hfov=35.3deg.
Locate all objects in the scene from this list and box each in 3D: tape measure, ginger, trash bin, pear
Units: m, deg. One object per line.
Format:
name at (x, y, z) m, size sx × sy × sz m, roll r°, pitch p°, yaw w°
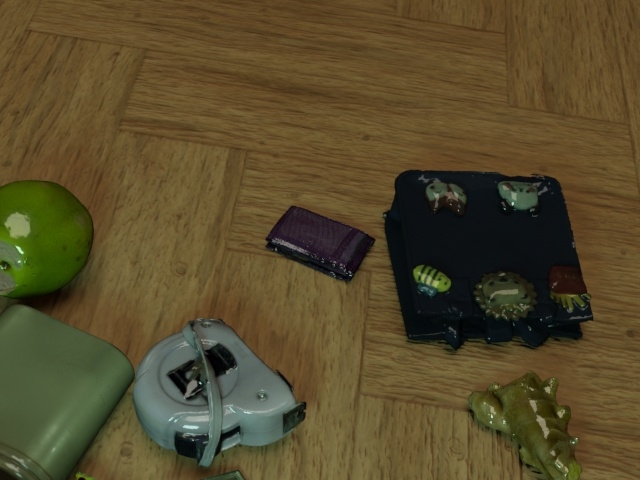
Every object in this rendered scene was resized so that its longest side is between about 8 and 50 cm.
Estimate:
tape measure at (-0.168, 0.217, 1.446) m, size 0.197 × 0.120 × 0.236 m, roll -29°, pitch 54°, yaw -27°
ginger at (0.323, 0.271, 1.493) m, size 0.115 × 0.081 × 0.205 m, roll -29°, pitch 56°, yaw -28°
trash bin at (-0.419, 0.228, 1.400) m, size 0.243 × 0.121 × 0.247 m, roll 21°, pitch 45°, yaw 10°
pear at (-0.447, -0.010, 1.575) m, size 0.187 × 0.188 × 0.219 m, roll 24°, pitch 28°, yaw 13°

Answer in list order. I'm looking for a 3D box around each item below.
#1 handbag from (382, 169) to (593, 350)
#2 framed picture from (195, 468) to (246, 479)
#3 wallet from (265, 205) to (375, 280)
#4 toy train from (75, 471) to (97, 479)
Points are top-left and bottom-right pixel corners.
handbag at (0.277, 0.028, 1.684) m, size 0.303 × 0.122 × 0.329 m, roll 1°, pitch 49°, yaw -9°
framed picture at (-0.112, 0.405, 1.309) m, size 0.173 × 0.010 × 0.231 m, roll -4°, pitch 44°, yaw -46°
wallet at (0.000, -0.001, 1.725) m, size 0.165 × 0.030 × 0.111 m, roll 22°, pitch 49°, yaw 12°
toy train at (-0.231, 0.388, 1.323) m, size 0.249 × 0.053 × 0.085 m, roll 22°, pitch 43°, yaw 11°
